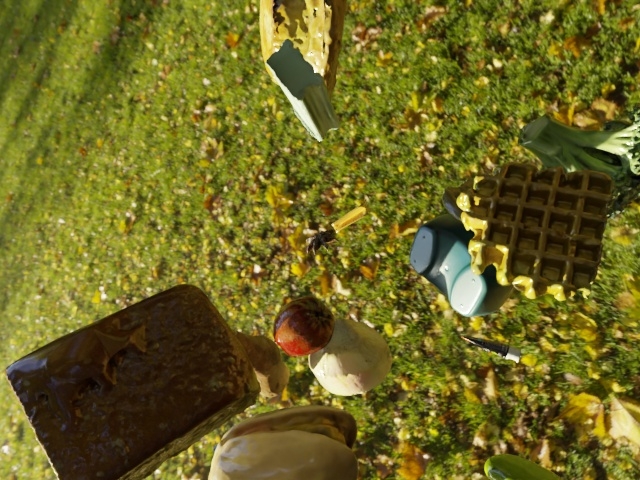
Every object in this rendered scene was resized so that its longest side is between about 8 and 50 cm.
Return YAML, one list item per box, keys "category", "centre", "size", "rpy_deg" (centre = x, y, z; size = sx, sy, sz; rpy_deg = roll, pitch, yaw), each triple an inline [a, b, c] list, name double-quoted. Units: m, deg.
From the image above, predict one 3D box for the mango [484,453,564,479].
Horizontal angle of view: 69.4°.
- category: "mango"
  centre: [0.633, 0.746, 1.378]
  size: [0.293, 0.175, 0.142]
  rpy_deg: [24, 117, 51]

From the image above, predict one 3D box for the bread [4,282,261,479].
- category: "bread"
  centre: [-0.214, 0.172, 0.558]
  size: [0.184, 0.234, 0.110]
  rpy_deg: [48, 145, 21]

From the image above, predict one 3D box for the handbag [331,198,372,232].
- category: "handbag"
  centre: [0.065, -0.051, 0.963]
  size: [0.083, 0.061, 0.027]
  rpy_deg: [-32, 95, 23]

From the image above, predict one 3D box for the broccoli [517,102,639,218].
- category: "broccoli"
  centre: [0.634, -0.166, 1.105]
  size: [0.375, 0.302, 0.248]
  rpy_deg: [-37, 54, 57]

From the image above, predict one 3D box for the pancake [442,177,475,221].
- category: "pancake"
  centre: [0.438, -0.099, 1.230]
  size: [0.222, 0.237, 0.042]
  rpy_deg: [-119, 33, -43]

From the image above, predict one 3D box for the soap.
- category: "soap"
  centre: [-0.030, -0.278, 0.881]
  size: [0.063, 0.198, 0.114]
  rpy_deg: [-37, 74, 3]

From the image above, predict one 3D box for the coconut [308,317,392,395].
- category: "coconut"
  centre: [0.093, 0.371, 1.459]
  size: [0.260, 0.259, 0.258]
  rpy_deg: [-11, 72, 38]

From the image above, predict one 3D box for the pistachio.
- category: "pistachio"
  centre: [-0.073, 0.420, 0.878]
  size: [0.300, 0.187, 0.187]
  rpy_deg: [-12, 69, 8]

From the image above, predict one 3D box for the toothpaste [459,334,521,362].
- category: "toothpaste"
  centre: [0.551, 0.345, 1.518]
  size: [0.194, 0.071, 0.045]
  rpy_deg: [17, 87, 17]

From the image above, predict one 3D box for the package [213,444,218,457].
- category: "package"
  centre: [-0.171, 0.521, 1.011]
  size: [0.173, 0.027, 0.171]
  rpy_deg: [-27, 57, 27]

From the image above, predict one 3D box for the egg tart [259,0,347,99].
- category: "egg tart"
  centre: [-0.059, -0.537, 1.185]
  size: [0.443, 0.178, 0.442]
  rpy_deg: [178, 90, -78]

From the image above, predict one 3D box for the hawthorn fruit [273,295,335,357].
- category: "hawthorn fruit"
  centre: [-0.060, 0.244, 1.265]
  size: [0.194, 0.157, 0.156]
  rpy_deg: [-36, 59, 28]

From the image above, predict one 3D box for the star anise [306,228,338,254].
- category: "star anise"
  centre: [-0.001, 0.000, 1.739]
  size: [0.141, 0.042, 0.141]
  rpy_deg: [-20, 34, 14]

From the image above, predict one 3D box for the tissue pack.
- category: "tissue pack"
  centre: [0.409, 0.061, 1.284]
  size: [0.287, 0.206, 0.198]
  rpy_deg: [48, 139, 41]

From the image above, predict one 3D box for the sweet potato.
- category: "sweet potato"
  centre: [-0.180, 0.334, 1.342]
  size: [0.131, 0.336, 0.131]
  rpy_deg: [-7, 49, 8]

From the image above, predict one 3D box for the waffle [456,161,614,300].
- category: "waffle"
  centre: [0.317, -0.022, 0.724]
  size: [0.219, 0.057, 0.229]
  rpy_deg: [15, 67, 22]
